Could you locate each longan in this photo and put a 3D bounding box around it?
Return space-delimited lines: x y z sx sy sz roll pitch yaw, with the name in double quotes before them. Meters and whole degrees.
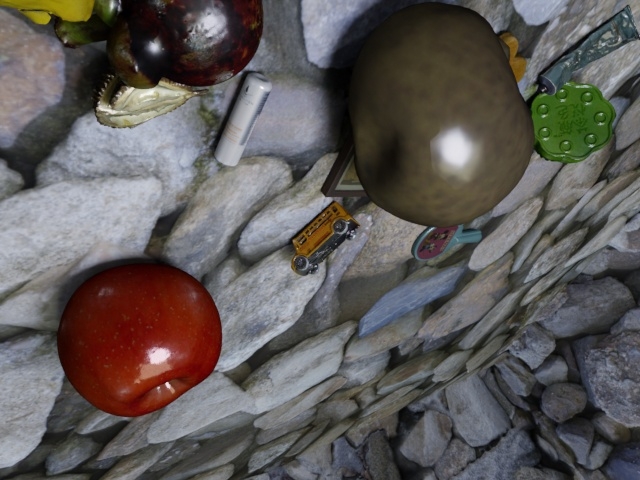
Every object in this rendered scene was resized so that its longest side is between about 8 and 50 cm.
"longan" 0.180 -0.178 0.789 0.288 0.288 0.350 -30 123 -9

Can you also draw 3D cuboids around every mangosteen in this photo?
"mangosteen" -0.146 -0.227 0.520 0.184 0.172 0.172 -53 151 -12

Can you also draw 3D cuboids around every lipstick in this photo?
"lipstick" -0.113 -0.174 0.747 0.040 0.040 0.141 -1 134 -42

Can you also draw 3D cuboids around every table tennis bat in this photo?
"table tennis bat" 0.353 -0.006 1.420 0.244 0.040 0.152 -5 137 -33

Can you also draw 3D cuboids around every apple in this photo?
"apple" -0.295 0.165 0.866 0.260 0.216 0.260 -26 151 -16

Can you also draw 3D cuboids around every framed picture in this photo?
"framed picture" 0.086 -0.153 0.978 0.128 0.023 0.168 -6 138 -39

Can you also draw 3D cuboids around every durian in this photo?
"durian" -0.205 -0.186 0.609 0.140 0.071 0.110 -21 -178 -28

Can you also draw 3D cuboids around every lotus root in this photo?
"lotus root" 0.548 -0.249 1.179 0.186 0.186 0.186 -24 147 -17

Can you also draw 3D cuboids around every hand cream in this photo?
"hand cream" 0.562 -0.386 1.080 0.248 0.052 0.075 -34 134 2

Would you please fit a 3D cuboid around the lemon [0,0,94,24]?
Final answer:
"lemon" -0.233 -0.267 0.381 0.174 0.173 0.206 -24 120 -18

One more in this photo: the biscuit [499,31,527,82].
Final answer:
"biscuit" 0.281 -0.302 0.951 0.249 0.035 0.184 -3 135 -40

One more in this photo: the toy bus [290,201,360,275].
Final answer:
"toy bus" 0.000 0.000 1.054 0.162 0.074 0.069 -43 155 8
